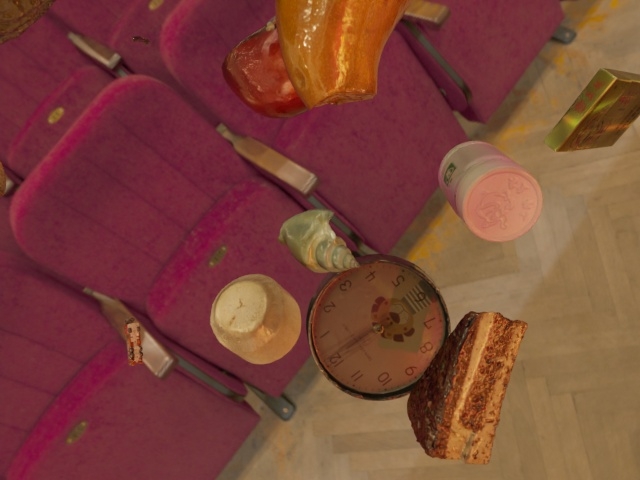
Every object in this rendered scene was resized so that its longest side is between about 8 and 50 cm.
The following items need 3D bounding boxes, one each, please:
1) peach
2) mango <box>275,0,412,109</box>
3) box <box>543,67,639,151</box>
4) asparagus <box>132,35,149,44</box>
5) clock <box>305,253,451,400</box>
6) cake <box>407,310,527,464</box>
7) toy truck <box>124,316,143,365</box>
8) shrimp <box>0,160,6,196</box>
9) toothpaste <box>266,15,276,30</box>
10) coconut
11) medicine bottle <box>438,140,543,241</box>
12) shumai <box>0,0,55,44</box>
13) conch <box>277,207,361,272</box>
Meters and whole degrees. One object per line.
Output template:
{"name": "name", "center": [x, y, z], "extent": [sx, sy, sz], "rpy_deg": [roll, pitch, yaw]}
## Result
{"name": "peach", "center": [-0.102, -0.417, 1.290], "extent": [0.274, 0.248, 0.246], "rpy_deg": [-14, 73, 14]}
{"name": "mango", "center": [0.037, -0.342, 0.693], "extent": [0.144, 0.186, 0.360], "rpy_deg": [-2, 65, 64]}
{"name": "box", "center": [0.609, -0.272, 1.117], "extent": [0.043, 0.311, 0.173], "rpy_deg": [51, 132, 27]}
{"name": "asparagus", "center": [-0.379, -0.423, 1.111], "extent": [0.016, 0.013, 0.166], "rpy_deg": [-58, 16, 13]}
{"name": "clock", "center": [0.121, 0.183, 1.109], "extent": [0.312, 0.061, 0.313], "rpy_deg": [0, 96, 1]}
{"name": "cake", "center": [0.228, 0.219, 0.859], "extent": [0.112, 0.135, 0.246], "rpy_deg": [12, 96, -13]}
{"name": "toy truck", "center": [-0.330, 0.176, 0.924], "extent": [0.032, 0.024, 0.084], "rpy_deg": [-16, 80, 45]}
{"name": "shrimp", "center": [-0.394, -0.119, 0.601], "extent": [0.101, 0.190, 0.042], "rpy_deg": [38, 45, -3]}
{"name": "toothpaste", "center": [-0.090, -0.464, 1.105], "extent": [0.019, 0.027, 0.083], "rpy_deg": [8, 50, 35]}
{"name": "coconut", "center": [-0.180, 0.230, 1.518], "extent": [0.237, 0.266, 0.238], "rpy_deg": [-9, 64, 18]}
{"name": "medicine bottle", "center": [0.461, -0.147, 1.474], "extent": [0.211, 0.212, 0.325], "rpy_deg": [-27, 20, 11]}
{"name": "shumai", "center": [-0.423, -0.467, 0.595], "extent": [0.398, 0.323, 0.324], "rpy_deg": [-64, 22, -3]}
{"name": "conch", "center": [-0.005, 0.004, 0.761], "extent": [0.065, 0.088, 0.180], "rpy_deg": [-26, 33, -36]}
